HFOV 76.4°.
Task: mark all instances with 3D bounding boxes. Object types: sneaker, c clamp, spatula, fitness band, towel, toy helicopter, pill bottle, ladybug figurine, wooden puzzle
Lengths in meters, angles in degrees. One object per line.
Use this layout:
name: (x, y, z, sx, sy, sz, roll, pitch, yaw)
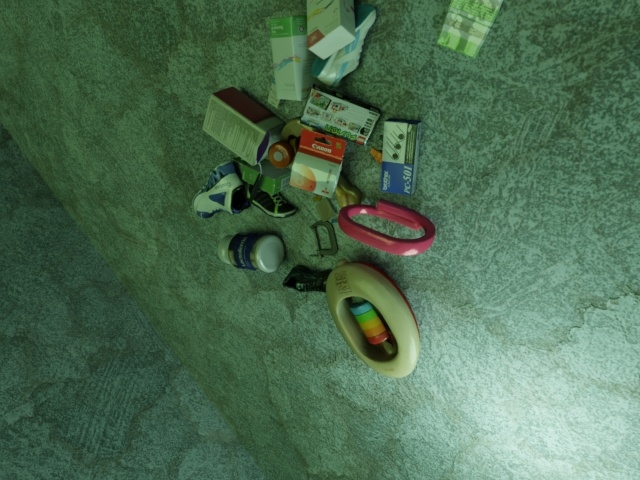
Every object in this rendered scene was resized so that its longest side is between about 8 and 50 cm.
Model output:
sneaker: (-0.399, -0.159, 1.666, 0.182, 0.127, 0.315, 52, 133, 7)
sneaker: (-0.193, -0.161, 1.530, 0.234, 0.084, 0.097, 26, 126, 26)
c clamp: (0.000, 0.000, 1.506, 0.137, 0.022, 0.161, 9, 118, 34)
spatula: (-0.208, -0.235, 1.366, 0.030, 0.084, 0.296, 7, 140, -14)
fitness band: (0.192, -0.046, 1.196, 0.291, 0.209, 0.054, 23, 125, 27)
towel: (0.345, -0.518, 0.943, 0.113, 0.023, 0.152, 34, 131, 20)
toy helicopter: (0.020, -0.247, 1.309, 0.235, 0.140, 0.355, -36, 100, 35)
sneaker: (-0.027, 0.169, 1.565, 0.267, 0.106, 0.101, 5, 115, 36)
pill bottle: (-0.291, 0.045, 1.675, 0.264, 0.153, 0.153, 3, 115, 38)
ladybug figurine: (0.190, 0.251, 1.396, 0.305, 0.162, 0.449, -19, 101, 44)
sneaker: (0.074, -0.531, 1.114, 0.229, 0.092, 0.087, -47, 48, 25)
wooden puzzle: (0.017, -0.109, 1.435, 0.078, 0.014, 0.116, -24, 88, 47)

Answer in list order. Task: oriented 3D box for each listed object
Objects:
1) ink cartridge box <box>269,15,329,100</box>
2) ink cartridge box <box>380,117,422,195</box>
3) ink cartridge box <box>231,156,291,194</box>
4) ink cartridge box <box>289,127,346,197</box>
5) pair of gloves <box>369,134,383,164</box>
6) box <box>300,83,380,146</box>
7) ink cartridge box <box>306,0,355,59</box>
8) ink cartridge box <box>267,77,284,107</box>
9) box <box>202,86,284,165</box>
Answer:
ink cartridge box: (-0.056, -0.523, 1.170, 0.093, 0.154, 0.212, 14, 122, 35)
ink cartridge box: (0.229, -0.238, 1.167, 0.097, 0.046, 0.207, 12, 121, 25)
ink cartridge box: (-0.214, -0.246, 1.482, 0.209, 0.109, 0.062, 28, 127, 24)
ink cartridge box: (-0.010, -0.229, 1.225, 0.145, 0.045, 0.179, 19, 129, 8)
pair of gloves: (0.190, -0.269, 1.214, 0.074, 0.010, 0.083, 45, 133, 11)
box: (0.055, -0.360, 1.177, 0.207, 0.036, 0.114, 17, 131, -12)
ink cartridge box: (0.025, -0.596, 1.063, 0.115, 0.067, 0.198, -16, 69, 41)
ink cartridge box: (-0.141, -0.487, 1.346, 0.048, 0.028, 0.083, 39, 132, 15)
box: (-0.267, -0.396, 1.406, 0.232, 0.127, 0.148, 36, 131, 5)
